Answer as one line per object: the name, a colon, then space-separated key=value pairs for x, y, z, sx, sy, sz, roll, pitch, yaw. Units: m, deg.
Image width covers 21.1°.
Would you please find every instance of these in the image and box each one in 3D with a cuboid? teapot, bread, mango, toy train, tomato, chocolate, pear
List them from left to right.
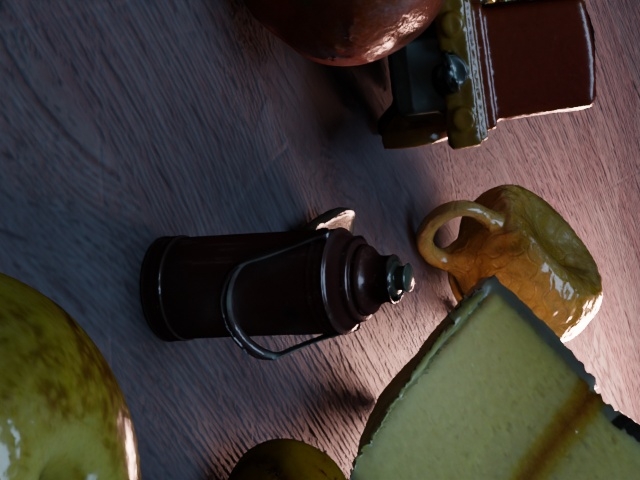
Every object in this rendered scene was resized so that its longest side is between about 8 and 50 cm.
pear: x=-0.244 y=0.134 z=0.960 sx=0.280 sy=0.280 sz=0.281 roll=-3 pitch=90 yaw=-65
mango: x=-0.016 y=0.259 z=1.596 sx=0.219 sy=0.112 sz=0.145 roll=27 pitch=53 yaw=-63
chocolate: x=0.000 y=0.000 z=1.756 sx=0.100 sy=0.031 sz=0.065 roll=-27 pitch=129 yaw=-58
tomato: x=0.027 y=-0.275 z=1.636 sx=0.184 sy=0.208 sz=0.208 roll=-44 pitch=127 yaw=-43
toy train: x=0.166 y=-0.192 z=1.833 sx=0.369 sy=0.231 sz=0.163 roll=-84 pitch=168 yaw=-81
teapot: x=0.222 y=0.043 z=2.092 sx=0.311 sy=0.167 sz=0.203 roll=29 pitch=32 yaw=-40
bread: x=0.194 y=0.235 z=1.700 sx=0.345 sy=0.242 sz=0.405 roll=44 pitch=6 yaw=7

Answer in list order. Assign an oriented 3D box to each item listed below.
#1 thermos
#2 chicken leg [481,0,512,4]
thermos: x=-0.029 y=0.034 z=1.458 sx=0.124 sy=0.232 sz=0.099 roll=-57 pitch=136 yaw=-53
chicken leg: x=0.185 y=-0.303 z=2.100 sx=0.227 sy=0.103 sz=0.088 roll=-5 pitch=76 yaw=-68
